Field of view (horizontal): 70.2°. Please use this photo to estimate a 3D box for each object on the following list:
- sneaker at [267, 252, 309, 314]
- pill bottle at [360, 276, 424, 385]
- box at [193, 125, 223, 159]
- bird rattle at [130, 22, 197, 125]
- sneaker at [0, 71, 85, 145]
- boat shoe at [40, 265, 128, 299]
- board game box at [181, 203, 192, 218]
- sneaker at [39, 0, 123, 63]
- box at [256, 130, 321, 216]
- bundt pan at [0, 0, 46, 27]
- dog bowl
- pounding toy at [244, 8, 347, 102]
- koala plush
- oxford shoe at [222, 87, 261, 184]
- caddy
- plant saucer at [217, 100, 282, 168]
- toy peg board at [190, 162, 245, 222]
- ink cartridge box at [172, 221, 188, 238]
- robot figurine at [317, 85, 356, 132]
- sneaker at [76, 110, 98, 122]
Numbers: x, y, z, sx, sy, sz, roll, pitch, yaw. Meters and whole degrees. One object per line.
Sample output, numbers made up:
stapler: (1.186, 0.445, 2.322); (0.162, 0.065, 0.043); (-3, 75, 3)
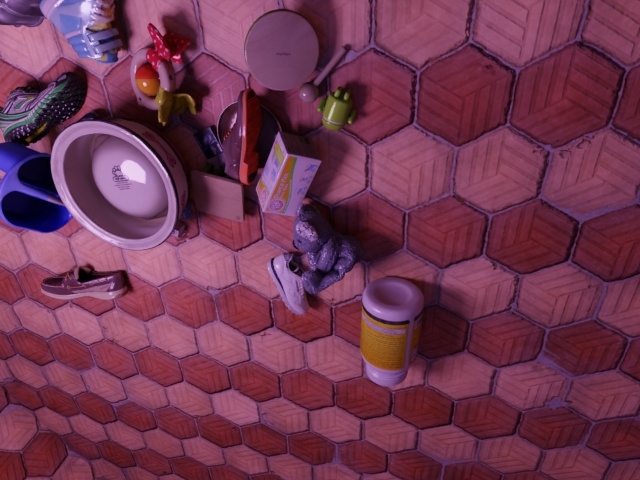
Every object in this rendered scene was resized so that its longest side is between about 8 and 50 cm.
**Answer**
sneaker: (-0.086, 0.149, 1.522); (0.094, 0.090, 0.235); (-20, 115, 16)
pill bottle: (0.222, 0.299, 1.459); (0.187, 0.188, 0.334); (7, 122, 12)
box: (-0.328, -0.290, 1.352); (0.067, 0.018, 0.083); (-15, 116, 25)
bird rattle: (-0.448, -0.444, 1.232); (0.206, 0.143, 0.254); (8, 122, 31)
sneaker: (-0.854, -0.412, 1.363); (0.343, 0.134, 0.147); (-23, 98, 20)
boat shoe: (-0.912, 0.151, 1.747); (0.341, 0.123, 0.123); (3, 114, 10)
board game box: (-0.521, -0.168, 1.473); (0.160, 0.039, 0.212); (0, 121, 16)
sneaker: (-0.556, -0.587, 1.172); (0.318, 0.127, 0.208); (-16, 114, 35)
box: (-0.094, -0.181, 1.275); (0.103, 0.114, 0.203); (7, 131, -28)
bundt pan: (-0.861, -0.719, 1.176); (0.330, 0.124, 0.331); (8, 124, 12)
dog bowl: (-0.577, -0.180, 1.369); (0.407, 0.150, 0.408); (8, 122, 13)
pounding toy: (-0.082, -0.470, 1.135); (0.236, 0.110, 0.183); (19, 118, -32)
koala plush: (0.000, 0.000, 1.349); (0.203, 0.196, 0.221); (-29, 110, 17)
oxford shoe: (-0.224, -0.282, 1.240); (0.098, 0.097, 0.272); (19, 125, 12)
caddy: (-0.885, -0.156, 1.423); (0.179, 0.341, 0.242); (25, 86, 8)
plant saucer: (-0.196, -0.303, 1.295); (0.198, 0.036, 0.199); (8, 124, 12)
toy peg board: (-0.301, -0.155, 1.407); (0.161, 0.079, 0.161); (16, 140, 7)
ink cartridge box: (-0.490, -0.043, 1.537); (0.083, 0.048, 0.028); (24, 126, -1)
robot figurine: (0.043, -0.338, 1.184); (0.101, 0.067, 0.115); (19, 125, -2)
sneaker: (-0.734, -0.333, 1.422); (0.190, 0.071, 0.083); (-21, 120, 36)
